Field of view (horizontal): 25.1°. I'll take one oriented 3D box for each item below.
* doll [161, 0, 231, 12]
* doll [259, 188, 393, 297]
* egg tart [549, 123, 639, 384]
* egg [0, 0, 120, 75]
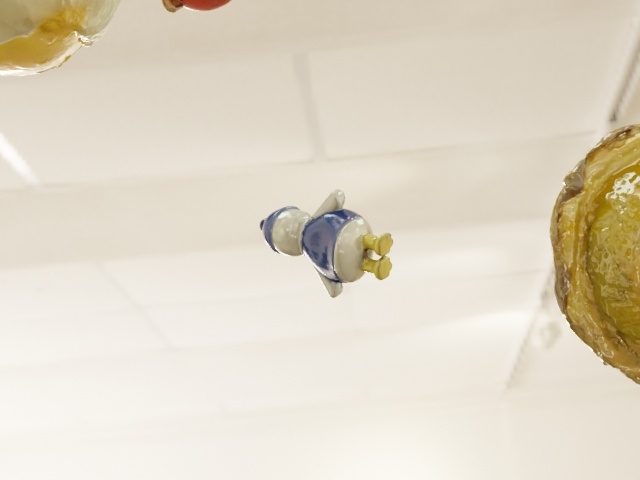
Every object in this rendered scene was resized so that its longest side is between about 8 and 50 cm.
[{"bbox_3d":[-0.182,-0.391,1.947,0.217,0.183,0.085,16,-9,-37],"label":"doll"},{"bbox_3d":[0.000,0.000,1.259,0.143,0.099,0.057,13,21,38],"label":"doll"},{"bbox_3d":[0.367,0.015,1.447,0.288,0.288,0.118,-3,1,-9],"label":"egg tart"},{"bbox_3d":[-0.396,-0.339,1.727,0.283,0.283,0.345,9,3,-42],"label":"egg"}]
